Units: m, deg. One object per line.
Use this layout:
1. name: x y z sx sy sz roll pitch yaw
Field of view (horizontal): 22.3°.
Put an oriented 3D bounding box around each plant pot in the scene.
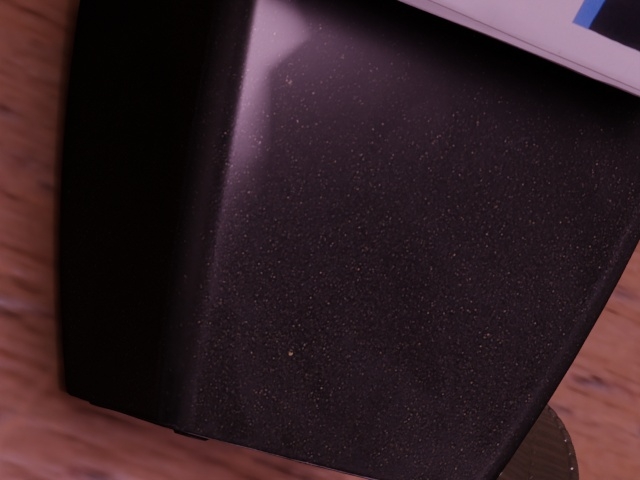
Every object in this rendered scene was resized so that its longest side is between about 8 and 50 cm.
1. plant pot: 0.000 0.000 0.616 0.188 0.187 0.167 17 84 -24

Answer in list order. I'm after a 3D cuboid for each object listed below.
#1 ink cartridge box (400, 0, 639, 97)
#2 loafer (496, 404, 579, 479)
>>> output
1. ink cartridge box: 0.041 -0.154 0.611 0.165 0.333 0.065 17 112 -25
2. loafer: 0.074 0.130 0.692 0.056 0.050 0.148 30 49 -23
